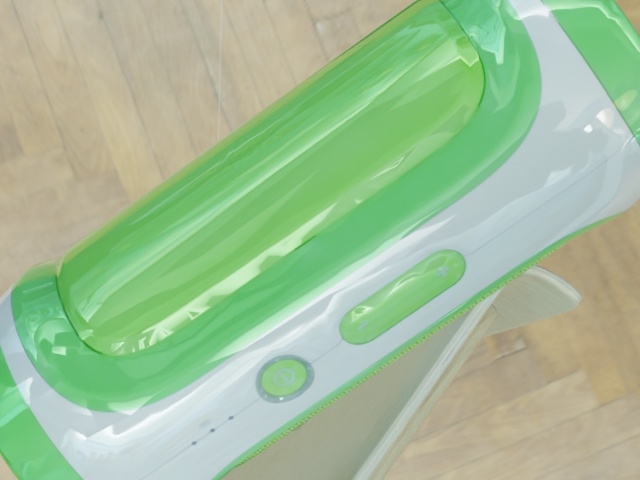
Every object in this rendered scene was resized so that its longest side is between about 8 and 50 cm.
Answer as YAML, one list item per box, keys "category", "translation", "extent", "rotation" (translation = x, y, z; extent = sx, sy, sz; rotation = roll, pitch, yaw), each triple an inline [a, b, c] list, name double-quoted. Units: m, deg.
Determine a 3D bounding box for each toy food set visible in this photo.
- category: "toy food set"
  translation: [0.014, 0.144, 0.857]
  extent: [0.092, 0.220, 0.306]
  rotation: [51, 51, -14]

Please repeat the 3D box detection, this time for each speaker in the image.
- category: "speaker"
  translation: [0.000, 0.000, 0.582]
  extent: [0.296, 0.131, 0.131]
  rotation: [-35, 82, 7]
